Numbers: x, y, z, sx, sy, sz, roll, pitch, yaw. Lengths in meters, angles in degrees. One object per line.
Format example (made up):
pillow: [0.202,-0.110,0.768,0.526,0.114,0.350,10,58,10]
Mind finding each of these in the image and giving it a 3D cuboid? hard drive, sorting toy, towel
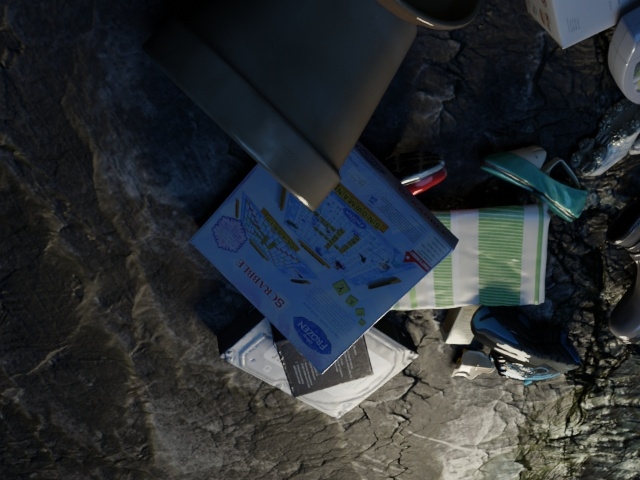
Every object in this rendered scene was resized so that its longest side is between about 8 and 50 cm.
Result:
hard drive: [-0.001,0.209,1.710,0.237,0.064,0.339,-41,126,19]
sorting toy: [0.314,0.270,1.859,0.083,0.045,0.075,9,133,-22]
towel: [0.249,0.034,1.599,0.325,0.038,0.248,-3,132,7]

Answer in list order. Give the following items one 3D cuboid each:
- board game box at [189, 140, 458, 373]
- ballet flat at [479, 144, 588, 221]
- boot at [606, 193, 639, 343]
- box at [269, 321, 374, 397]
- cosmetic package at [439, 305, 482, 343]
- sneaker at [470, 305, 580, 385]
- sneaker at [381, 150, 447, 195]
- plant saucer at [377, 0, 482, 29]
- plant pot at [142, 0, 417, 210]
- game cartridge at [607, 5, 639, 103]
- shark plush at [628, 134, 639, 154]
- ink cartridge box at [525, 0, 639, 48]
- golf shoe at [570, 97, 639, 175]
board game box: [0.000,0.000,1.418,0.319,0.066,0.318,46,113,2]
ballet flat: [0.381,-0.117,1.537,0.247,0.083,0.087,25,95,-31]
boot: [0.629,0.033,1.708,0.222,0.118,0.338,25,108,-27]
box: [0.001,0.185,1.586,0.158,0.093,0.156,-15,130,-1]
cosmetic package: [0.287,0.153,1.750,0.060,0.041,0.115,5,127,-19]
sneaker: [0.393,0.227,1.764,0.139,0.125,0.341,-38,138,26]
sneaker: [0.102,-0.052,1.477,0.279,0.107,0.118,-30,110,24]
plant saucer: [0.105,-0.388,1.118,0.278,0.278,0.041,28,144,-32]
plant pot: [-0.030,-0.247,1.186,0.280,0.323,0.323,-46,127,3]
game cartridge: [0.538,-0.303,1.333,0.196,0.060,0.294,-26,162,16]
shark plush: [0.623,-0.200,1.557,0.161,0.073,0.067,-29,154,-17]
ink cartridge box: [0.405,-0.469,1.202,0.272,0.130,0.309,-24,131,3]
golf shoe: [0.520,-0.182,1.530,0.086,0.069,0.176,11,131,-47]
